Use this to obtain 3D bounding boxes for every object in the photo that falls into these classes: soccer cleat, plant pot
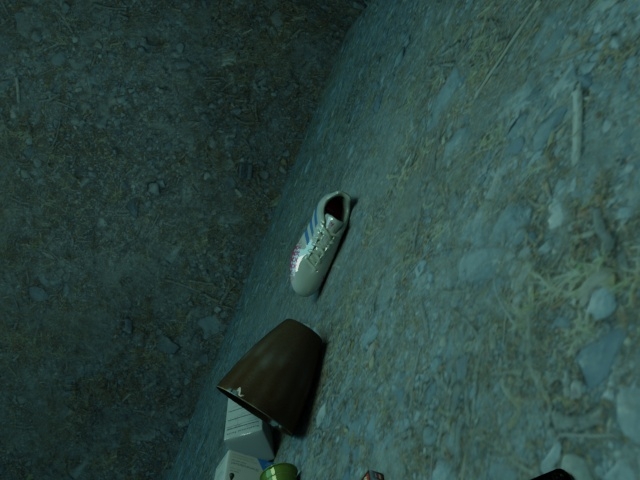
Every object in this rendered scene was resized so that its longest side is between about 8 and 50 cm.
[{"bbox_3d":[0.000,0.000,1.523,0.143,0.116,0.331,151,140,-70],"label":"soccer cleat"},{"bbox_3d":[-0.098,0.315,1.282,0.230,0.215,0.215,-57,8,-23],"label":"plant pot"},{"bbox_3d":[-0.081,0.526,1.101,0.083,0.083,0.079,-62,26,23],"label":"plant pot"}]

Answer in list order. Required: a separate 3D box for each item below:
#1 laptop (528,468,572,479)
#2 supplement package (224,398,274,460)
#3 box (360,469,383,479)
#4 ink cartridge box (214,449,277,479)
[{"bbox_3d":[0.134,0.487,0.435,0.408,0.236,0.382,-33,26,16],"label":"laptop"},{"bbox_3d":[-0.187,0.496,1.402,0.179,0.105,0.105,-106,-1,-68],"label":"supplement package"},{"bbox_3d":[0.068,0.423,0.768,0.094,0.027,0.137,-61,14,22],"label":"box"},{"bbox_3d":[-0.162,0.585,1.147,0.085,0.148,0.203,-59,17,26],"label":"ink cartridge box"}]
